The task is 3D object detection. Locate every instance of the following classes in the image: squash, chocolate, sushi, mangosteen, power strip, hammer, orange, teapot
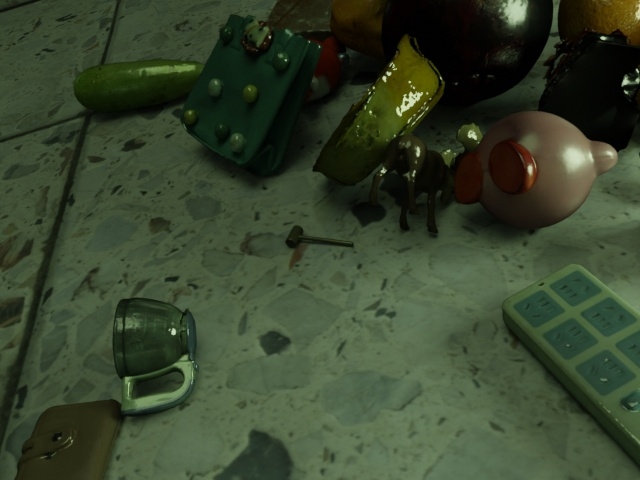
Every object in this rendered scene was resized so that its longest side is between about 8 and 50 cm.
[{"bbox_3d":[-0.429,-0.381,1.480,0.370,0.118,0.118,-3,41,10],"label":"squash"},{"bbox_3d":[-0.014,-0.557,1.559,0.253,0.080,0.157,6,59,28],"label":"chocolate"},{"bbox_3d":[0.432,-0.255,0.974,0.153,0.172,0.150,15,38,15],"label":"sushi"},{"bbox_3d":[0.255,-0.421,1.106,0.306,0.307,0.347,-10,73,9],"label":"mangosteen"},{"bbox_3d":[0.319,0.130,0.668,0.117,0.046,0.270,-25,41,-9],"label":"power strip"},{"bbox_3d":[0.000,0.000,0.959,0.110,0.019,0.036,9,46,21],"label":"hammer"},{"bbox_3d":[0.144,-0.510,1.329,0.248,0.183,0.249,12,32,-8],"label":"orange"},{"bbox_3d":[-0.217,0.141,0.801,0.108,0.111,0.149,-4,34,-5],"label":"teapot"},{"bbox_3d":[0.541,-0.411,1.108,0.205,0.206,0.206,-10,40,9],"label":"orange"}]

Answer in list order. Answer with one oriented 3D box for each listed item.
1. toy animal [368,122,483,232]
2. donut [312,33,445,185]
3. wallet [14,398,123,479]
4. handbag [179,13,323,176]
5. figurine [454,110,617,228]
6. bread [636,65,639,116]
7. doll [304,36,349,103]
[{"bbox_3d":[0.174,-0.105,0.922,0.093,0.214,0.186,8,76,39],"label":"toy animal"},{"bbox_3d":[0.098,-0.196,0.997,0.107,0.272,0.272,38,54,-2],"label":"donut"},{"bbox_3d":[-0.313,0.266,0.743,0.117,0.039,0.153,-9,41,6],"label":"wallet"},{"bbox_3d":[-0.147,-0.287,1.162,0.268,0.100,0.274,36,106,42],"label":"handbag"},{"bbox_3d":[0.299,-0.098,0.852,0.173,0.173,0.173,-10,40,9],"label":"figurine"},{"bbox_3d":[0.573,-0.230,0.951,0.077,0.116,0.200,-1,35,-20],"label":"bread"},{"bbox_3d":[-0.032,-0.370,1.311,0.160,0.130,0.290,0,34,23],"label":"doll"}]
